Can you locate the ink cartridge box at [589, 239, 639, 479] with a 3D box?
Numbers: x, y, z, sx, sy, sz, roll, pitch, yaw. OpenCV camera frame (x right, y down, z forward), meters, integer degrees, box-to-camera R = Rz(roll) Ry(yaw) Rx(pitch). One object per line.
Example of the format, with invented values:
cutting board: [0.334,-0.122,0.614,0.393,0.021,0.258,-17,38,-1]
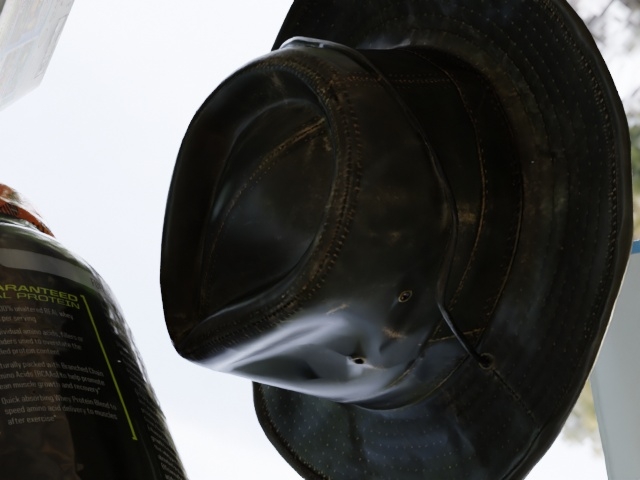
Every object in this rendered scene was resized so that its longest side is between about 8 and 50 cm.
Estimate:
ink cartridge box: [0.349,0.081,1.283,0.270,0.198,0.197,-5,-96,-55]

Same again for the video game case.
video game case: [-0.154,-0.139,0.922,0.019,0.157,0.143,27,-160,2]

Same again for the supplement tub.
supplement tub: [-0.171,0.134,0.864,0.207,0.207,0.338,2,-138,-29]

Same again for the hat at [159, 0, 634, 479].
hat: [0.000,0.000,0.865,0.134,0.331,0.331,-5,-122,-38]
